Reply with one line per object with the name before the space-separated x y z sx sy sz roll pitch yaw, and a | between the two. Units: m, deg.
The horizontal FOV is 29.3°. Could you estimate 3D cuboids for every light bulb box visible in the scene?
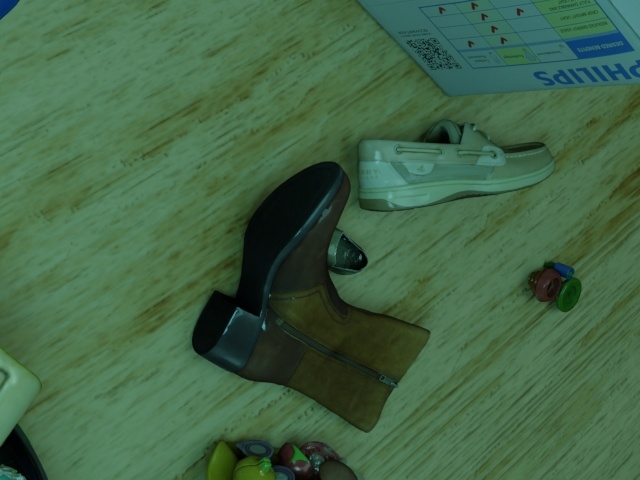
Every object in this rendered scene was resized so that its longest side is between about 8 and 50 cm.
light bulb box | 0.206 -0.364 1.392 0.361 0.358 0.225 40 69 -32

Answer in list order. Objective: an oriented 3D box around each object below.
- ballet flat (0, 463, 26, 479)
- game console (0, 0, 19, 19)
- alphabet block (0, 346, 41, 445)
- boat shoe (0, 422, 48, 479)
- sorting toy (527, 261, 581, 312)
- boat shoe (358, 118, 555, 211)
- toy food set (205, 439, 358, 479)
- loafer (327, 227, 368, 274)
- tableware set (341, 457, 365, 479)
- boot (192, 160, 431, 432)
ballet flat | -0.264 0.297 1.025 0.091 0.077 0.241 -37 139 -50
game console | -0.448 -0.253 1.088 0.250 0.173 0.293 38 63 2
alphabet block | -0.394 0.137 1.033 0.193 0.192 0.197 47 64 -31
boat shoe | -0.279 0.262 1.133 0.081 0.068 0.227 -19 70 -30
sorting toy | 0.321 0.059 1.695 0.102 0.042 0.061 23 92 -48
boat shoe | 0.175 -0.104 1.533 0.302 0.109 0.098 -11 99 -32
toy food set | -0.021 0.261 1.360 0.218 0.128 0.071 14 124 -39
loafer | 0.000 0.000 1.428 0.148 0.050 0.056 22 77 -36
tableware set | 0.037 0.347 1.436 0.169 0.020 0.141 40 49 5
boot | 0.031 0.072 1.390 0.280 0.096 0.264 27 91 -35
